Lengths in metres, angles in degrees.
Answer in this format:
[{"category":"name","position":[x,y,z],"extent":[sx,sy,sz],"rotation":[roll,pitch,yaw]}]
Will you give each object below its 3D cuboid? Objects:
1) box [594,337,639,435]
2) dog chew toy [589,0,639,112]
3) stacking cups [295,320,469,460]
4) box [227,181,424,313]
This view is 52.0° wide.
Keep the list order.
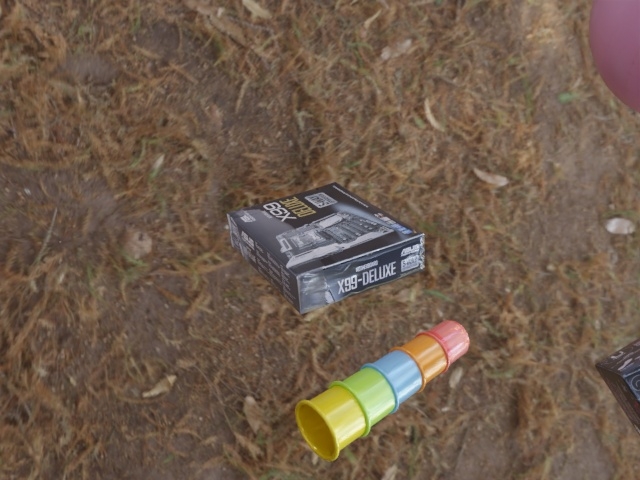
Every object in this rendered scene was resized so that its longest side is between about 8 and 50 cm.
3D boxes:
[{"category":"box","position":[0.549,0.251,0.947],"extent":[0.163,0.142,0.247],"rotation":[-32,84,3]},{"category":"dog chew toy","position":[0.402,-0.156,0.556],"extent":[0.206,0.207,0.332],"rotation":[-35,60,-18]},{"category":"stacking cups","position":[0.113,0.222,1.014],"extent":[0.316,0.096,0.096],"rotation":[-22,98,-34]},{"category":"box","position":[0.000,0.000,1.181],"extent":[0.242,0.307,0.077],"rotation":[-17,118,-23]}]
